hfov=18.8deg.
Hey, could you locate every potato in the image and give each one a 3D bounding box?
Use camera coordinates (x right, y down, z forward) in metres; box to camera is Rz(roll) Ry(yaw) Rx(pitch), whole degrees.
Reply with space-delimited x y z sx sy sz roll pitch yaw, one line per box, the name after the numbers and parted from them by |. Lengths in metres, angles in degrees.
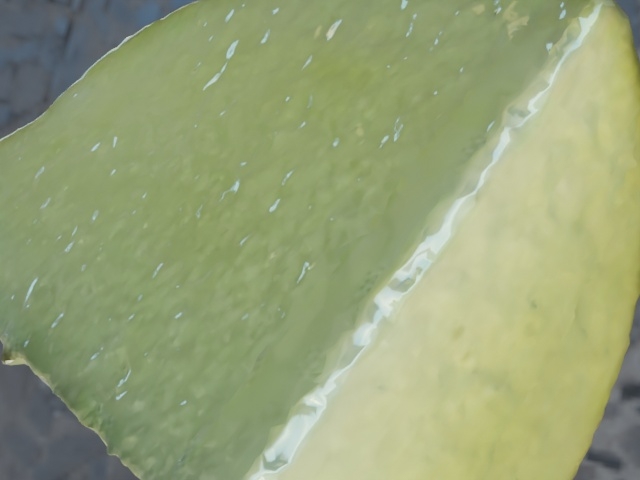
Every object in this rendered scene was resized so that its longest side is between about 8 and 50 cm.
0.000 0.000 0.397 0.120 0.081 0.149 -51 41 -4 | potato
